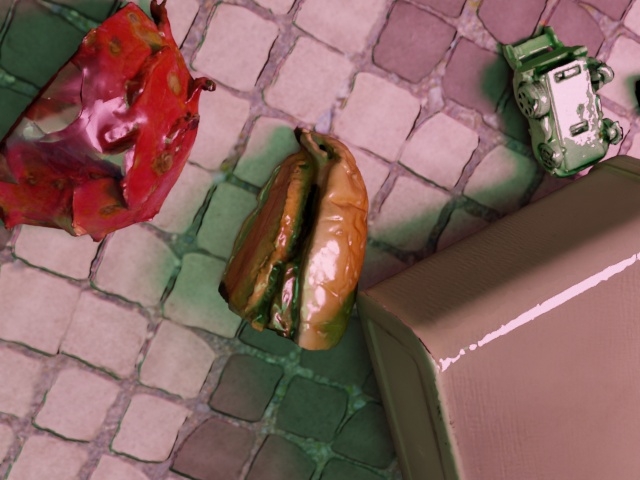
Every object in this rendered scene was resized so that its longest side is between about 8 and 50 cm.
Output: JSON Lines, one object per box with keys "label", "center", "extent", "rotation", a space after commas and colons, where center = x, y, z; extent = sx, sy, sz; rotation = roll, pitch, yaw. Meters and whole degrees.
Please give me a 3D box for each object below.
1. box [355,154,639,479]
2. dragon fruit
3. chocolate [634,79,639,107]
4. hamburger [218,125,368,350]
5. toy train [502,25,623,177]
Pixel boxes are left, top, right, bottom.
{"label": "box", "center": [0.246, 0.140, 0.894], "extent": [0.343, 0.177, 0.352], "rotation": [-24, 117, -17]}
{"label": "dragon fruit", "center": [-0.194, -0.090, 0.805], "extent": [0.161, 0.126, 0.274], "rotation": [40, 93, -19]}
{"label": "chocolate", "center": [0.431, -0.185, 0.969], "extent": [0.147, 0.072, 0.070], "rotation": [-27, 68, -14]}
{"label": "hamburger", "center": [0.000, 0.000, 0.869], "extent": [0.135, 0.155, 0.208], "rotation": [24, 90, -22]}
{"label": "toy train", "center": [0.258, -0.148, 0.927], "extent": [0.099, 0.081, 0.149], "rotation": [-25, 115, -8]}
